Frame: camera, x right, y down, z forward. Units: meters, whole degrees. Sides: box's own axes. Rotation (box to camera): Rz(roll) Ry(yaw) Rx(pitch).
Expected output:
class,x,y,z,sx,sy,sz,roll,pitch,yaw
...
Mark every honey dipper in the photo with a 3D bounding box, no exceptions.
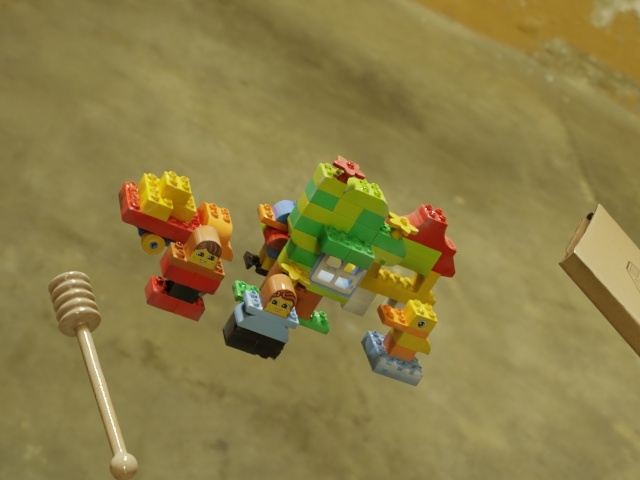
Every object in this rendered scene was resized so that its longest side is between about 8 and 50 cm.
class,x,y,z,sx,sy,sz,roll,pitch,yaw
honey dipper,-0.151,0.091,0.918,0.030,0.030,0.161,12,42,-39

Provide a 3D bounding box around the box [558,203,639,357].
class,x,y,z,sx,sy,sz,roll,pitch,yaw
box,0.246,0.069,0.958,0.201,0.021,0.164,50,19,2

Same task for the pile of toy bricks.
class,x,y,z,sx,sy,sz,roll,pitch,yaw
pile of toy bricks,0.000,0.000,0.788,0.212,0.105,0.118,21,25,-24
